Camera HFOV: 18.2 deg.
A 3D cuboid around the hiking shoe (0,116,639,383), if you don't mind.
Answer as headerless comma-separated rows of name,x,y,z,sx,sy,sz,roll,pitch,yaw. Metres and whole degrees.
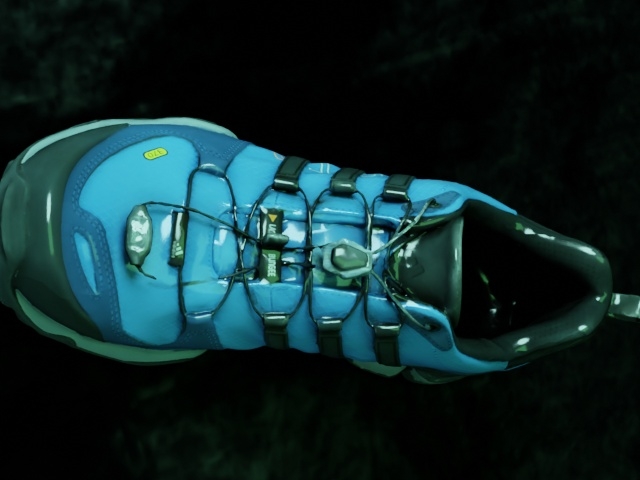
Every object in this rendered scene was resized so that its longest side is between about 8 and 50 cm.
hiking shoe,0.000,0.000,0.882,0.304,0.132,0.113,7,79,-40
